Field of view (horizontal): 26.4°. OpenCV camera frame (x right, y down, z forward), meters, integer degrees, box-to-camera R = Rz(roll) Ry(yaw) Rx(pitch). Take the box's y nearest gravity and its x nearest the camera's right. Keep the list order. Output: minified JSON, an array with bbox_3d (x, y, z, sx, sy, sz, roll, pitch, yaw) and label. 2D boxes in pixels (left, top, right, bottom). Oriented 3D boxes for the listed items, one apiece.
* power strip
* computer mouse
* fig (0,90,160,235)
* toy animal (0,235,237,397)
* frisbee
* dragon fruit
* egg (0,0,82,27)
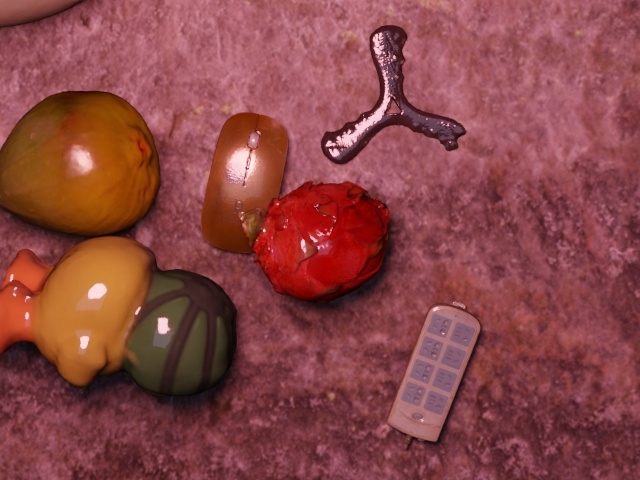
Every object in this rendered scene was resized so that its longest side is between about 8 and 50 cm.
[{"bbox_3d":[0.160,0.195,1.948,0.080,0.029,0.227,20,96,-1],"label":"power strip"},{"bbox_3d":[-0.107,-0.081,1.920,0.102,0.045,0.199,14,96,-3],"label":"computer mouse"},{"bbox_3d":[-0.334,-0.108,1.855,0.230,0.207,0.207,10,97,34],"label":"fig"},{"bbox_3d":[-0.273,0.097,1.851,0.338,0.216,0.191,16,118,-7],"label":"toy animal"},{"bbox_3d":[0.118,-0.185,1.922,0.187,0.012,0.211,21,94,-2],"label":"frisbee"},{"bbox_3d":[0.000,0.000,1.858,0.209,0.172,0.172,-10,95,-10],"label":"dragon fruit"},{"bbox_3d":[-0.419,-0.409,1.788,0.352,0.258,0.258,-15,95,4],"label":"egg"}]
